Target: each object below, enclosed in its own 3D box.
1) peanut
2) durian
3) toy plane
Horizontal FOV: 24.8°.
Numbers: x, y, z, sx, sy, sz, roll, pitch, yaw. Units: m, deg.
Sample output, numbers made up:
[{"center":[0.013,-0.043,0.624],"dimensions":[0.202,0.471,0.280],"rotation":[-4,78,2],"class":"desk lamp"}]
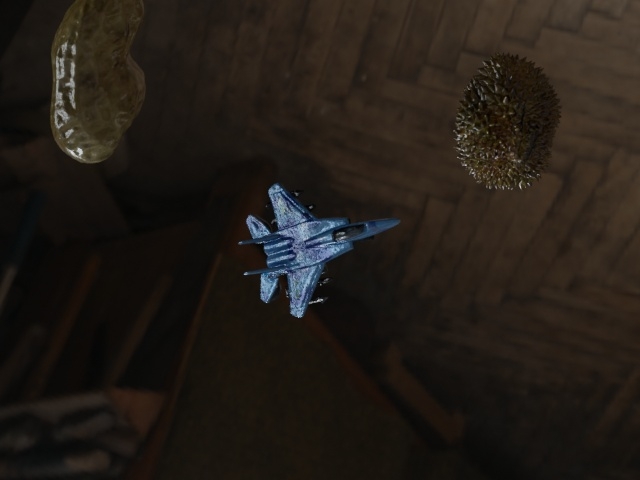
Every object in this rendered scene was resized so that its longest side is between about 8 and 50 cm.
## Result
[{"center":[-0.268,-0.211,1.758],"dimensions":[0.110,0.197,0.233],"rotation":[2,106,3],"class":"peanut"},{"center":[0.224,-0.137,1.747],"dimensions":[0.137,0.168,0.158],"rotation":[-11,116,10],"class":"durian"},{"center":[0.005,0.000,1.769],"dimensions":[0.246,0.169,0.078],"rotation":[-15,173,34],"class":"toy plane"}]
